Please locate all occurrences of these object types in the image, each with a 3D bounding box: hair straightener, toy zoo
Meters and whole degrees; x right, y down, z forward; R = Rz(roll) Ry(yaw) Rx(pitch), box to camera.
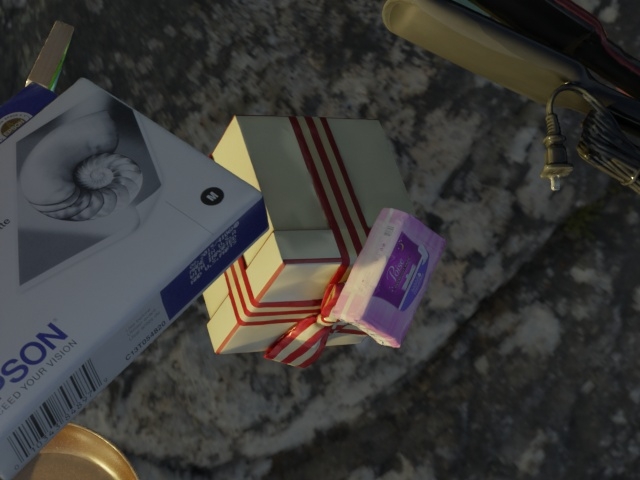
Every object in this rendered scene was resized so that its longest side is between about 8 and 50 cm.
[{"bbox_3d":[0.127,-0.054,0.575,0.230,0.047,0.089,32,68,-12],"label":"hair straightener"},{"bbox_3d":[-0.427,-0.150,1.733,0.030,0.192,0.293,20,122,-12],"label":"toy zoo"}]

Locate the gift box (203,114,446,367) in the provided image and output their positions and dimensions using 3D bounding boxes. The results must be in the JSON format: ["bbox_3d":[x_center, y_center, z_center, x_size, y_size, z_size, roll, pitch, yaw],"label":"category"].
[{"bbox_3d":[0.000,0.000,1.547,0.276,0.258,0.255,-3,149,-26],"label":"gift box"}]

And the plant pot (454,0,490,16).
[{"bbox_3d":[0.045,-0.341,0.863,0.334,0.341,0.341,28,99,-36],"label":"plant pot"}]

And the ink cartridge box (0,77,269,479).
[{"bbox_3d":[-0.184,-0.002,0.723,0.223,0.224,0.045,-46,151,-25],"label":"ink cartridge box"}]

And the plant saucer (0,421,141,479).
[{"bbox_3d":[-0.337,0.364,1.402,0.310,0.310,0.050,-31,149,-3],"label":"plant saucer"}]

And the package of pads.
[{"bbox_3d":[0.046,0.024,0.798,0.050,0.032,0.083,33,78,-42],"label":"package of pads"}]
